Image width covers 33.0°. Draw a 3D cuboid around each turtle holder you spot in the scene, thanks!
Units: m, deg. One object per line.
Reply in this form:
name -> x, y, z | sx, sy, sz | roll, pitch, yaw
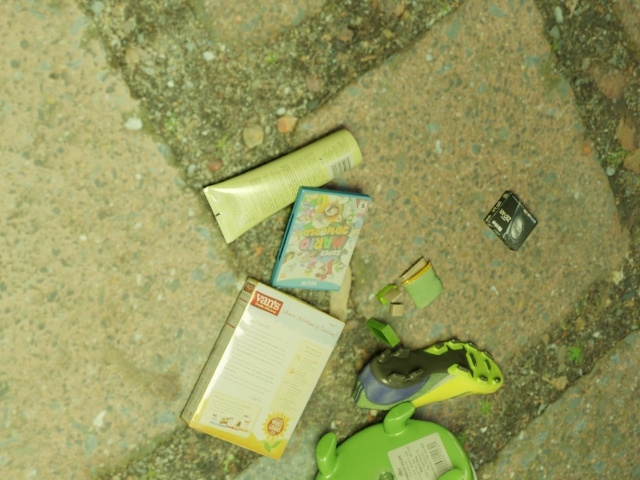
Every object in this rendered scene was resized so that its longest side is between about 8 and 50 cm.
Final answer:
turtle holder -> 0.104, 0.439, 1.690 | 0.320, 0.243, 0.227 | -44, 136, -21

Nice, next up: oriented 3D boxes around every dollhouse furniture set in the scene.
dollhouse furniture set -> 0.146, 0.100, 1.744 | 0.151, 0.058, 0.076 | -41, 115, -15

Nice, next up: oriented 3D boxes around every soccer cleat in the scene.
soccer cleat -> 0.177, 0.231, 1.785 | 0.289, 0.093, 0.121 | 3, 137, -36

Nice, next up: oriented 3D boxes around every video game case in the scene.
video game case -> 0.000, 0.000, 1.645 | 0.119, 0.015, 0.166 | 5, 116, -28

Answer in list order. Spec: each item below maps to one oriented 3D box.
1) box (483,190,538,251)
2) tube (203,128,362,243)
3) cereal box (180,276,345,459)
box -> 0.324, -0.032, 1.832 | 0.083, 0.018, 0.067 | 44, 79, -27
tube -> -0.054, -0.091, 1.610 | 0.240, 0.062, 0.070 | -29, 70, -15
cereal box -> -0.086, 0.197, 1.650 | 0.173, 0.047, 0.240 | 28, 86, -29
